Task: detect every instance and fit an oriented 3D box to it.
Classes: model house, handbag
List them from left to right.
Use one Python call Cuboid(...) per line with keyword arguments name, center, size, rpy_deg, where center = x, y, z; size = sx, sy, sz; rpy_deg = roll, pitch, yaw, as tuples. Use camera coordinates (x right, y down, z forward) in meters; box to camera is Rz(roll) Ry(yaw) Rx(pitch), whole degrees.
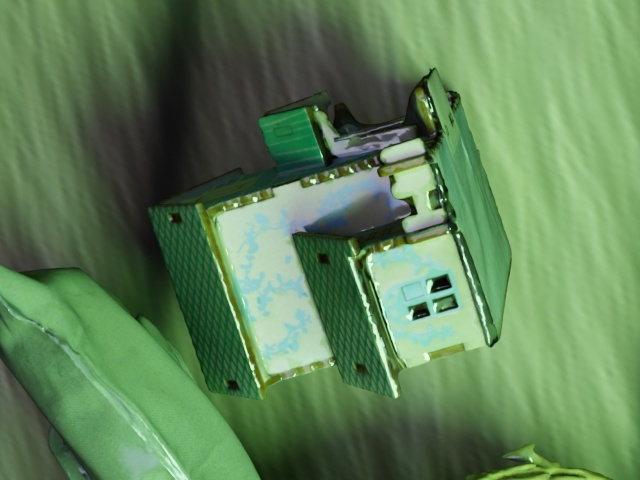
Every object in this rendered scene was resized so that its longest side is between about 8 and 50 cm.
Cuboid(name="handbag", center=(-0.122, 0.126, 1.205), size=(0.109, 0.316, 0.253), rpy_deg=(-35, 87, -8))
Cuboid(name="model house", center=(0.000, 0.000, 1.153), size=(0.206, 0.271, 0.178), rpy_deg=(-18, 102, 12))

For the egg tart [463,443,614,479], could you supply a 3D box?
Cuboid(name="egg tart", center=(0.045, 0.282, 1.199), size=(0.339, 0.153, 0.351), rpy_deg=(-8, 126, -18))
